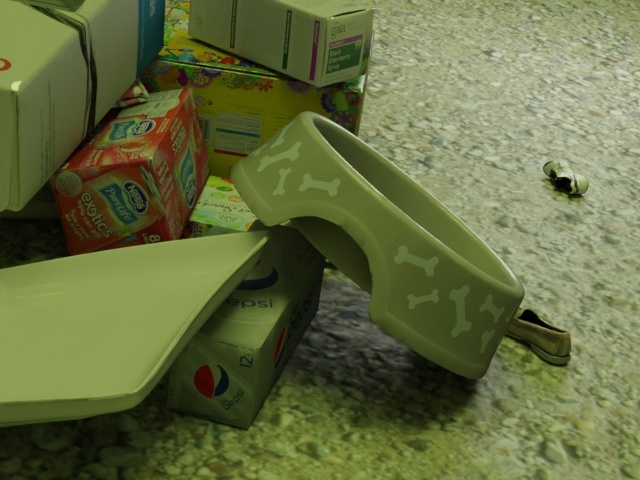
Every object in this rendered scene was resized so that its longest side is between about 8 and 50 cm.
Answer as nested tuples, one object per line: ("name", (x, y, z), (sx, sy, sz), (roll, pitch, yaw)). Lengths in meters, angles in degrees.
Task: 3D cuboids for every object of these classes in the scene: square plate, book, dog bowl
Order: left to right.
("book", (-0.365, -0.067, 1.876), (0.096, 0.035, 0.144), (4, 23, -14))
("square plate", (-0.248, 0.093, 1.426), (0.344, 0.049, 0.347), (-8, 21, 22))
("dog bowl", (0.071, -0.005, 1.604), (0.349, 0.102, 0.349), (37, 11, -9))

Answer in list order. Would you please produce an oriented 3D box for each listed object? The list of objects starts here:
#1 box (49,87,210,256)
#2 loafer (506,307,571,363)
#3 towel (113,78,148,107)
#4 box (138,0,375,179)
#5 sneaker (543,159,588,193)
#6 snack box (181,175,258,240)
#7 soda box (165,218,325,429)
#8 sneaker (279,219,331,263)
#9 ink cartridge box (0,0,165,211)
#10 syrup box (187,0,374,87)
("box", (-0.223, -0.081, 1.807), (0.128, 0.123, 0.257), (-8, 23, 9))
("loafer", (0.241, 0.095, 1.717), (0.045, 0.039, 0.125), (-11, 32, -35))
("towel", (-0.323, -0.200, 1.865), (0.197, 0.029, 0.144), (-10, 36, -20))
("box", (-0.087, -0.190, 2.052), (0.290, 0.177, 0.279), (9, 25, 2))
("sneaker", (0.344, -0.091, 2.158), (0.037, 0.032, 0.083), (-10, 31, -36))
("snack box", (-0.107, -0.032, 1.873), (0.100, 0.037, 0.141), (10, 26, 6))
("soda box", (-0.071, 0.079, 1.581), (0.091, 0.098, 0.286), (13, 26, 10))
("sneaker", (0.000, 0.000, 1.821), (0.158, 0.061, 0.065), (-11, 38, -35))
("ink cartridge box", (-0.383, -0.232, 1.735), (0.285, 0.166, 0.395), (16, 38, 10))
("syrup box", (-0.053, -0.278, 1.926), (0.237, 0.096, 0.093), (26, 32, 34))
